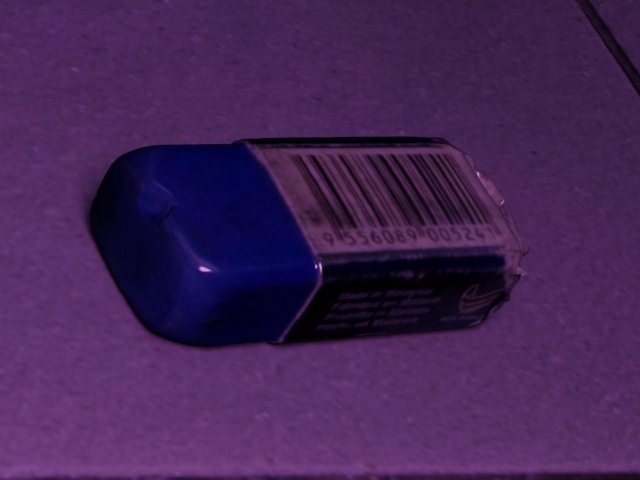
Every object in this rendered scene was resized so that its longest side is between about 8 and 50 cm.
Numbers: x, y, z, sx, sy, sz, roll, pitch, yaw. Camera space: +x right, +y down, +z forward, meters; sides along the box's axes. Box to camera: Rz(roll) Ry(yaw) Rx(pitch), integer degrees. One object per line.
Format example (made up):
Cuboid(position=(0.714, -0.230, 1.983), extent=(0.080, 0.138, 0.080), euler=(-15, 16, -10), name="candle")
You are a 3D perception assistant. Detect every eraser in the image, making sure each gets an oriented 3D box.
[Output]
Cuboid(position=(0.000, 0.000, 1.491), extent=(0.332, 0.101, 0.155), euler=(-4, 50, -38), name="eraser")
